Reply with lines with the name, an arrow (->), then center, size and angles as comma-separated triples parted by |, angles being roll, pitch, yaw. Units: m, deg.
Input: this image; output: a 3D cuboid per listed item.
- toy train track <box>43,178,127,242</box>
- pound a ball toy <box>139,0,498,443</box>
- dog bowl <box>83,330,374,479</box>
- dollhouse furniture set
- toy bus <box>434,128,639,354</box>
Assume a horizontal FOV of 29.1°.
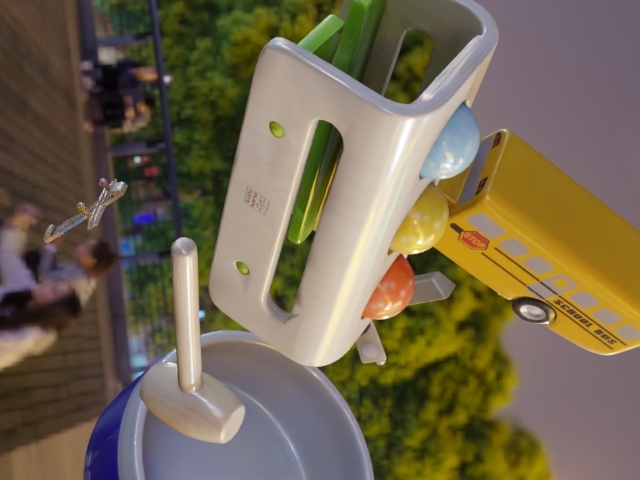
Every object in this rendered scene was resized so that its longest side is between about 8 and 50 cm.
toy train track -> -0.167, -0.022, 0.860 | 0.014, 0.083, 0.048 | 44, 36, -25
pound a ball toy -> 0.000, 0.000, 0.832 | 0.208, 0.135, 0.319 | -49, 165, -38
dog bowl -> -0.082, 0.225, 1.151 | 0.104, 0.265, 0.265 | -37, -128, 43
dollhouse furniture set -> 0.073, 0.085, 1.166 | 0.091, 0.114, 0.081 | -47, 120, -59
toy bus -> 0.218, -0.009, 1.302 | 0.130, 0.332, 0.108 | -28, -148, 54
